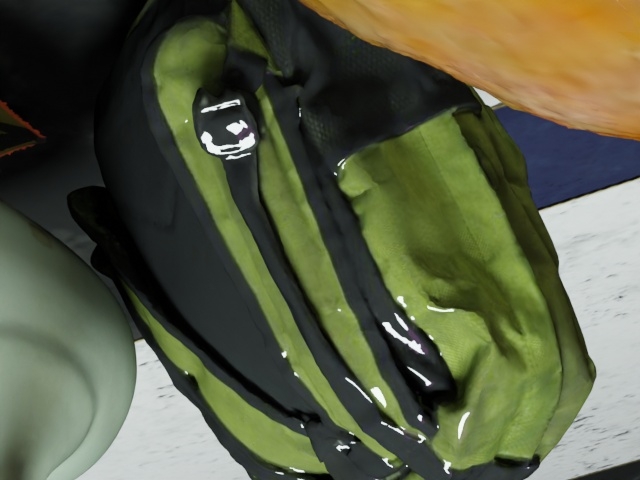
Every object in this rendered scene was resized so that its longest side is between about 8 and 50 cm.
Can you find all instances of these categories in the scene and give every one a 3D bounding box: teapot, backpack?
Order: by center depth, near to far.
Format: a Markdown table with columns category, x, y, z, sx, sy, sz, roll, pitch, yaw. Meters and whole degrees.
| category | x | y | z | sx | sy | sz | roll | pitch | yaw |
| --- | --- | --- | --- | --- | --- | --- | --- | --- | --- |
| teapot | -0.229 | 0.019 | 0.671 | 0.318 | 0.149 | 0.220 | 29 | 164 | -8 |
| backpack | 0.000 | 0.000 | 0.683 | 0.140 | 0.253 | 0.207 | -23 | 165 | -29 |

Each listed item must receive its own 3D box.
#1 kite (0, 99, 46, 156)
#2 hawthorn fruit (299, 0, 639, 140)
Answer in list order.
| category | x | y | z | sx | sy | sz | roll | pitch | yaw |
| --- | --- | --- | --- | --- | --- | --- | --- | --- | --- |
| kite | -0.272 | -0.036 | 0.723 | 0.327 | 0.013 | 0.377 | -7 | 159 | -32 |
| hawthorn fruit | 0.047 | -0.161 | 0.374 | 0.298 | 0.277 | 0.277 | 0 | 159 | 17 |
